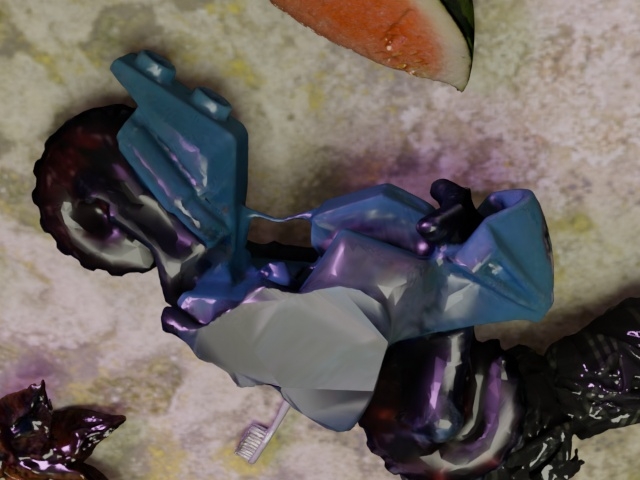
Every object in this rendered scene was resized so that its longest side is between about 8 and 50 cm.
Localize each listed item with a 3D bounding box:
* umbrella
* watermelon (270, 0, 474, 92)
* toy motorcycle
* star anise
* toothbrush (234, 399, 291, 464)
[{"bbox_3d":[0.217,0.122,1.262,0.337,0.154,0.128,-28,89,-5],"label":"umbrella"},{"bbox_3d":[0.020,-0.186,1.092,0.245,0.063,0.119,23,139,-21],"label":"watermelon"},{"bbox_3d":[0.000,0.000,1.145,0.416,0.172,0.232,34,105,2],"label":"toy motorcycle"},{"bbox_3d":[-0.241,0.172,1.324,0.212,0.053,0.157,30,119,-16],"label":"star anise"},{"bbox_3d":[-0.006,0.096,1.296,0.024,0.018,0.257,28,120,-10],"label":"toothbrush"}]
